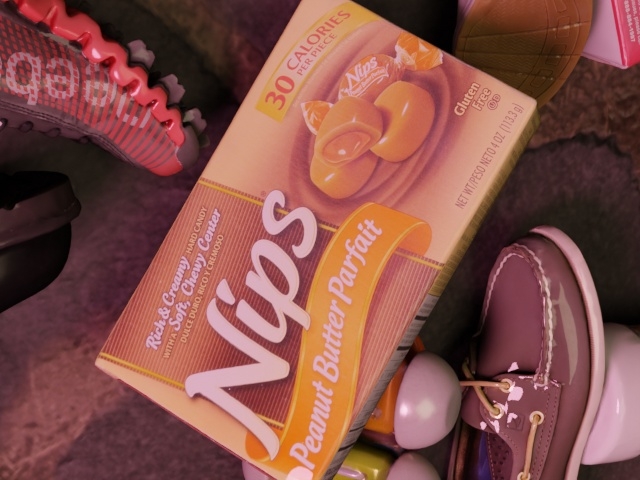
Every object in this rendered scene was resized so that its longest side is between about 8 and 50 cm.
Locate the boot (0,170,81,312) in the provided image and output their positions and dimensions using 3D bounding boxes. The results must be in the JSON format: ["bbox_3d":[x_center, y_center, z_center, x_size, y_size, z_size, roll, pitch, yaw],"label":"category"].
[{"bbox_3d":[-0.279,0.124,0.898,0.348,0.131,0.260,-26,111,-6],"label":"boot"}]

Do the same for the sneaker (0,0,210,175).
[{"bbox_3d":[-0.198,-0.111,0.883,0.276,0.097,0.135,38,87,-31],"label":"sneaker"}]

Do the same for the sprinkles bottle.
[{"bbox_3d":[0.371,0.124,1.256,0.355,0.121,0.121,-3,109,-28],"label":"sprinkles bottle"}]

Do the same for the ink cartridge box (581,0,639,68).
[{"bbox_3d":[0.293,-0.266,1.088,0.237,0.100,0.172,-26,118,-17],"label":"ink cartridge box"}]

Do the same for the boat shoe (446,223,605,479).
[{"bbox_3d":[0.161,0.146,1.158,0.096,0.116,0.324,-12,118,-28],"label":"boat shoe"}]

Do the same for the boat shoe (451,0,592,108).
[{"bbox_3d":[0.153,-0.213,1.021,0.098,0.096,0.277,2,135,-7],"label":"boat shoe"}]

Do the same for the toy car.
[{"bbox_3d":[0.034,0.144,1.086,0.136,0.159,0.182,-17,118,-65],"label":"toy car"}]

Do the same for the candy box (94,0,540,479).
[{"bbox_3d":[0.000,0.000,0.977,0.183,0.087,0.316,30,93,12],"label":"candy box"}]
